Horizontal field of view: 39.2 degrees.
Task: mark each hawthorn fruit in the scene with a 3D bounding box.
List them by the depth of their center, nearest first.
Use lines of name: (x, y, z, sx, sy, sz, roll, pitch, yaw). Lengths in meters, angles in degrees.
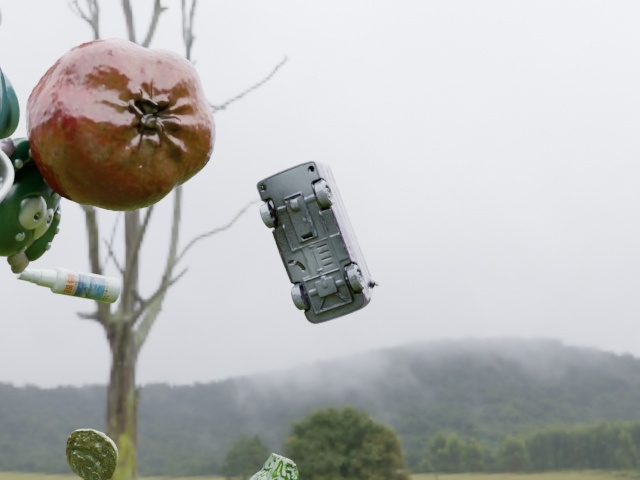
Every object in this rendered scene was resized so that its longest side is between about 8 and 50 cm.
hawthorn fruit: (-0.334, -0.176, 1.422, 0.287, 0.287, 0.330, 7, -4, -35)

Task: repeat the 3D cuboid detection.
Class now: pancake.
pancake: (-0.389, 0.366, 1.528, 0.108, 0.108, 0.017, -11, 2, 22)

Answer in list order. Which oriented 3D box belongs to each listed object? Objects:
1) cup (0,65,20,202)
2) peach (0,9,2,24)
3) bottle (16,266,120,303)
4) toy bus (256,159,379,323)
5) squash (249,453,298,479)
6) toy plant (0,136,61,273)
cup: (-0.480, -0.132, 1.010, 0.219, 0.290, 0.257, -38, 2, 41)
peach: (-0.736, -0.431, 1.731, 0.243, 0.199, 0.243, -12, -43, -12)
bottle: (-0.535, 0.089, 1.911, 0.217, 0.060, 0.060, 15, -23, -33)
toy bus: (0.000, 0.000, 1.041, 0.087, 0.178, 0.098, -20, 1, 15)
squash: (-0.069, 0.343, 0.982, 0.068, 0.219, 0.077, 15, -2, -2)
toy plant: (-0.491, -0.060, 1.466, 0.112, 0.243, 0.232, 23, 2, 16)
